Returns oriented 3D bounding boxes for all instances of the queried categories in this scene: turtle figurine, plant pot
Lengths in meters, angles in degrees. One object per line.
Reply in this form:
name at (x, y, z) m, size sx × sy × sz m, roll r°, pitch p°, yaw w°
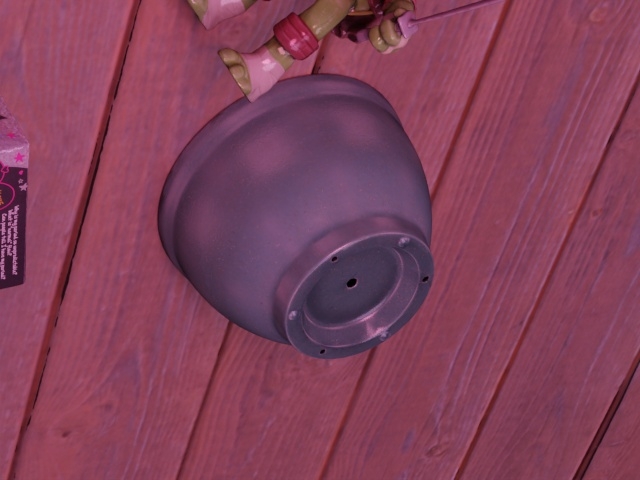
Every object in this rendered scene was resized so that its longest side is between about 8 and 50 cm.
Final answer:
turtle figurine at (0.008, -0.260, 1.744) m, size 0.266 × 0.274 × 0.198 m, roll -31°, pitch 106°, yaw 1°
plant pot at (0.000, 0.000, 1.986) m, size 0.293 × 0.196 × 0.293 m, roll -18°, pitch 137°, yaw -18°

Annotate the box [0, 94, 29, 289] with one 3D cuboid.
box at (-0.354, -0.084, 1.622) m, size 0.142 × 0.247 × 0.163 m, roll -14°, pitch 136°, yaw -26°
